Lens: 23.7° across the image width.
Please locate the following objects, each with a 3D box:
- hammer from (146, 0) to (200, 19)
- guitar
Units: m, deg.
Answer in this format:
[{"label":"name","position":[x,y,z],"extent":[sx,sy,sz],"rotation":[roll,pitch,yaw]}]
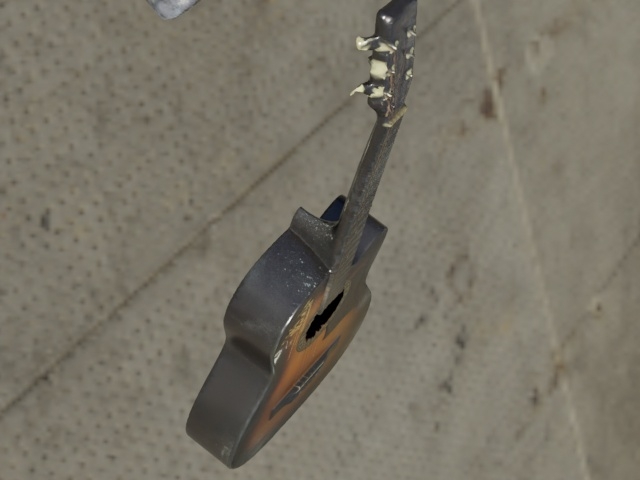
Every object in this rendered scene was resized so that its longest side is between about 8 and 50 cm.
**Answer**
[{"label":"hammer","position":[-0.024,-0.166,0.588],"extent":[0.137,0.290,0.037],"rotation":[47,61,-25]},{"label":"guitar","position":[0.000,0.000,0.512],"extent":[0.088,0.025,0.233],"rotation":[-45,164,-32]}]
